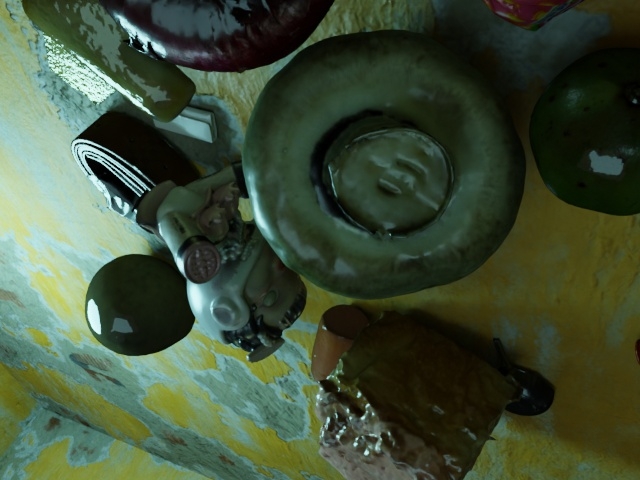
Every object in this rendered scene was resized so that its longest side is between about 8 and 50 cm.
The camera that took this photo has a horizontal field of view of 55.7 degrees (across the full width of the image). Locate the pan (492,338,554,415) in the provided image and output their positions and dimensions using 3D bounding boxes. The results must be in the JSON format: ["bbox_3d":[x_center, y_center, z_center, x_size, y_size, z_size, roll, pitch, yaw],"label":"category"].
[{"bbox_3d":[0.368,0.285,1.201,0.202,0.048,0.128,40,143,-11],"label":"pan"}]

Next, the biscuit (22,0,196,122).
[{"bbox_3d":[-0.286,-0.334,0.891,0.291,0.062,0.237,41,124,-10],"label":"biscuit"}]

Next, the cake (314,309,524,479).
[{"bbox_3d":[0.170,0.353,1.191,0.314,0.293,0.306,35,147,23],"label":"cake"}]

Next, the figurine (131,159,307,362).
[{"bbox_3d":[-0.162,0.037,1.131,0.211,0.253,0.361,10,143,38],"label":"figurine"}]

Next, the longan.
[{"bbox_3d":[-0.430,0.153,1.451,0.258,0.258,0.258,19,141,16],"label":"longan"}]

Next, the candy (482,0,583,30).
[{"bbox_3d":[0.101,-0.302,0.566,0.366,0.124,0.124,13,147,-18],"label":"candy"}]

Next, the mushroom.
[{"bbox_3d":[0.075,-0.086,0.757,0.353,0.260,0.351,1,103,5],"label":"mushroom"}]

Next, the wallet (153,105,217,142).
[{"bbox_3d":[-0.241,-0.213,1.072,0.122,0.025,0.061,18,134,17],"label":"wallet"}]

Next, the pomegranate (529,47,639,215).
[{"bbox_3d":[0.332,-0.109,0.694,0.187,0.186,0.225,16,168,19],"label":"pomegranate"}]

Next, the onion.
[{"bbox_3d":[-0.112,-0.338,0.669,0.314,0.232,0.313,1,99,7],"label":"onion"}]

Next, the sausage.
[{"bbox_3d":[0.039,0.246,1.334,0.114,0.113,0.259,24,141,10],"label":"sausage"}]

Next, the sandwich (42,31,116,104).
[{"bbox_3d":[-0.379,-0.296,1.048,0.193,0.058,0.162,26,145,3],"label":"sandwich"}]

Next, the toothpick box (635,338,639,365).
[{"bbox_3d":[0.545,0.176,0.957,0.083,0.047,0.047,-11,126,42],"label":"toothpick box"}]

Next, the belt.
[{"bbox_3d":[-0.357,-0.125,1.185,0.261,0.105,0.184,42,143,-16],"label":"belt"}]
